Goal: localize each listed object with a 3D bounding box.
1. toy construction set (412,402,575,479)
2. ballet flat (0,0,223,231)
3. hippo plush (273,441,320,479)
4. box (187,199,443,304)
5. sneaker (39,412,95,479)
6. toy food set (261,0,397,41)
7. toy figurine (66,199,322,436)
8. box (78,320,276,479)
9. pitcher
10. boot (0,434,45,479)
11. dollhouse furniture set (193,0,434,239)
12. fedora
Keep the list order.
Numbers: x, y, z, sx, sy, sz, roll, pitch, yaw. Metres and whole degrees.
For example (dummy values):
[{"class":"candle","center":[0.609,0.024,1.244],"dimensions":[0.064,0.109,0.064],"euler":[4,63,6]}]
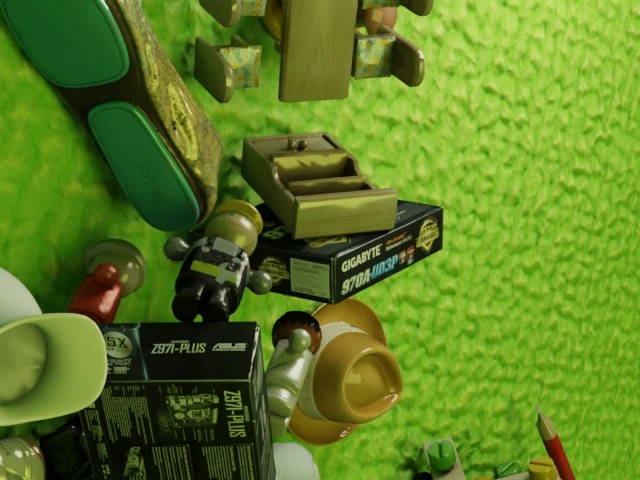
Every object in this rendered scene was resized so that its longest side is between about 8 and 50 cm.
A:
[{"class":"toy construction set","center":[0.247,0.324,1.806],"dimensions":[0.237,0.257,0.309],"euler":[66,31,-22]},{"class":"ballet flat","center":[-0.182,-0.160,1.223],"dimensions":[0.123,0.123,0.349],"euler":[-50,134,-27]},{"class":"hippo plush","center":[-0.014,0.319,1.423],"dimensions":[0.234,0.236,0.294],"euler":[-25,131,-51]},{"class":"box","center":[0.000,0.000,1.398],"dimensions":[0.220,0.175,0.051],"euler":[-24,118,-53]},{"class":"sneaker","center":[-0.206,0.252,1.269],"dimensions":[0.130,0.087,0.228],"euler":[28,39,-41]},{"class":"toy food set","center":[0.031,-0.264,1.454],"dimensions":[0.218,0.071,0.128],"euler":[-5,105,-49]},{"class":"toy figurine","center":[-0.114,0.084,1.263],"dimensions":[0.213,0.209,0.148],"euler":[56,30,-26]},{"class":"box","center":[-0.120,0.161,1.166],"dimensions":[0.077,0.147,0.180],"euler":[-84,171,-54]},{"class":"pitcher","center":[-0.293,0.089,1.079],"dimensions":[0.177,0.207,0.126],"euler":[-15,110,-35]},{"class":"boot","center":[-0.329,0.284,1.203],"dimensions":[0.165,0.077,0.213],"euler":[1,96,-50]},{"class":"dollhouse furniture set","center":[0.003,-0.147,1.332],"dimensions":[0.212,0.161,0.242],"euler":[-7,118,-23]},{"class":"fedora","center":[0.038,0.160,1.589],"dimensions":[0.194,0.079,0.194],"euler":[-19,116,-46]}]
